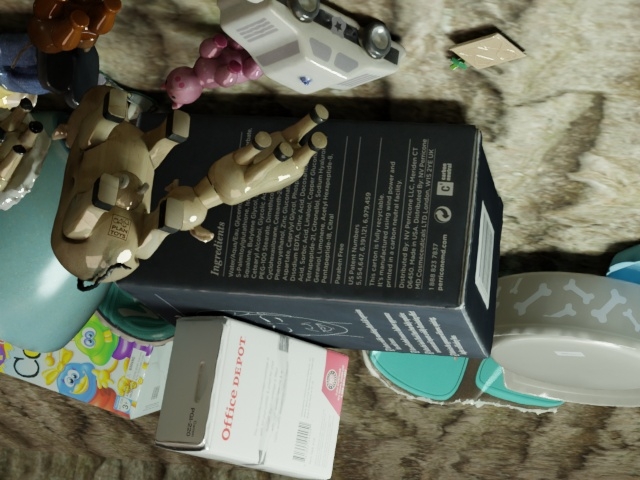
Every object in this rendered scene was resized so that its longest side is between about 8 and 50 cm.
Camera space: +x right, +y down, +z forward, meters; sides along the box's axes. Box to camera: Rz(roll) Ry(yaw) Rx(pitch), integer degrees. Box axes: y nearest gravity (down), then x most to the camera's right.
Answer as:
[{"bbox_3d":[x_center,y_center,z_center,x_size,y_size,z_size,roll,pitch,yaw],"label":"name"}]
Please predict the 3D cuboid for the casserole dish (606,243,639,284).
[{"bbox_3d":[0.468,0.041,2.038,0.188,0.037,0.114,17,159,-23],"label":"casserole dish"}]

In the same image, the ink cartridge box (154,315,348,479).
[{"bbox_3d":[-0.079,0.189,1.824,0.092,0.158,0.218,-2,163,42],"label":"ink cartridge box"}]

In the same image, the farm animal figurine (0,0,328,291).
[{"bbox_3d":[-0.181,-0.083,1.518,0.330,0.326,0.172,33,141,-16],"label":"farm animal figurine"}]

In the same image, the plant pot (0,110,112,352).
[{"bbox_3d":[-0.333,-0.040,1.821,0.195,0.290,0.290,-40,142,16],"label":"plant pot"}]

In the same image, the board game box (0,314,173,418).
[{"bbox_3d":[-0.371,0.160,2.394,0.275,0.142,0.144,17,-175,14],"label":"board game box"}]

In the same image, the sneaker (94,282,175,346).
[{"bbox_3d":[-0.271,0.022,1.985,0.107,0.275,0.110,-34,161,-20],"label":"sneaker"}]

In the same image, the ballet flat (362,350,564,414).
[{"bbox_3d":[0.215,0.192,2.443,0.409,0.147,0.147,18,159,-28],"label":"ballet flat"}]

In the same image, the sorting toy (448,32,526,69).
[{"bbox_3d":[0.155,-0.188,1.533,0.083,0.012,0.062,-12,158,37],"label":"sorting toy"}]

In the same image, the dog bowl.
[{"bbox_3d":[0.365,0.140,2.159,0.349,0.102,0.349,8,161,3],"label":"dog bowl"}]

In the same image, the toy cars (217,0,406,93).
[{"bbox_3d":[-0.026,-0.216,1.407,0.176,0.087,0.393,4,161,10],"label":"toy cars"}]

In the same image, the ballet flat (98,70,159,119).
[{"bbox_3d":[-0.229,-0.156,1.732,0.041,0.041,0.114,-9,155,40],"label":"ballet flat"}]

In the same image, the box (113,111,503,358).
[{"bbox_3d":[0.000,0.000,1.800,0.396,0.212,0.293,3,166,12],"label":"box"}]

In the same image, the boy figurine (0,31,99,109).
[{"bbox_3d":[-0.387,-0.181,1.646,0.285,0.092,0.177,-4,161,21],"label":"boy figurine"}]
